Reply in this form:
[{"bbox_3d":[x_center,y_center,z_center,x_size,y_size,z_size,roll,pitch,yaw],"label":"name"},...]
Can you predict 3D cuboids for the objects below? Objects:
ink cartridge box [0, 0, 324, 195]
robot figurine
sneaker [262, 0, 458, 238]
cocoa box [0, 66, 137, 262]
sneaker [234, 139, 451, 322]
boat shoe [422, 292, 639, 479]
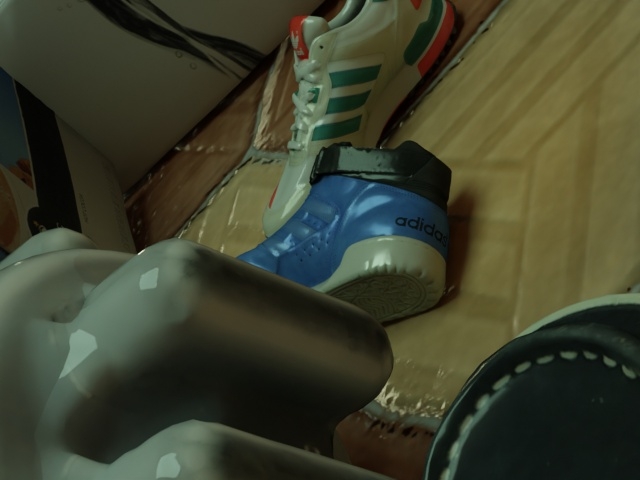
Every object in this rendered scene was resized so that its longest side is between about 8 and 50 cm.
[{"bbox_3d":[-0.124,-0.216,1.092,0.395,0.166,0.285,-40,29,29],"label":"ink cartridge box"},{"bbox_3d":[-0.121,0.137,0.615,0.353,0.200,0.300,-38,43,32],"label":"robot figurine"},{"bbox_3d":[0.002,-0.077,0.812,0.161,0.075,0.057,-57,25,-6],"label":"sneaker"},{"bbox_3d":[-0.308,0.052,0.929,0.347,0.228,0.231,-38,36,13],"label":"cocoa box"},{"bbox_3d":[0.001,0.000,0.736,0.152,0.058,0.084,-21,47,43],"label":"sneaker"},{"bbox_3d":[0.071,0.169,0.305,0.187,0.156,0.500,-42,27,28],"label":"boat shoe"}]
